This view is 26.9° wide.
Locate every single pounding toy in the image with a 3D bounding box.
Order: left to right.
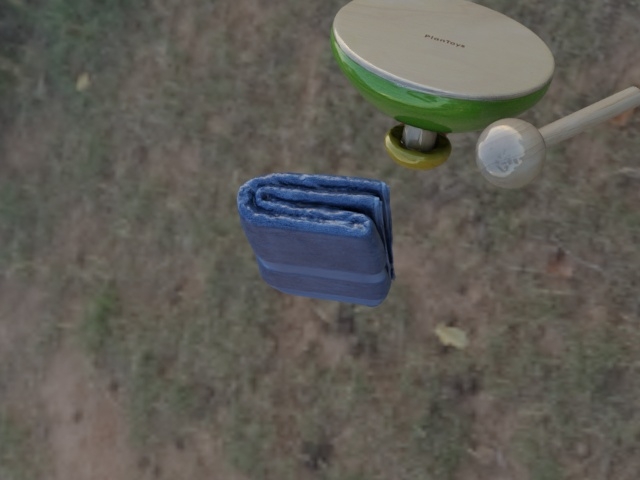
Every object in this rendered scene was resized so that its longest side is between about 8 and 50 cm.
[{"bbox_3d":[0.110,-0.104,1.089,0.237,0.183,0.110,35,131,31],"label":"pounding toy"}]

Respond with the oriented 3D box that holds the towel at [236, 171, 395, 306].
[{"bbox_3d":[0.000,0.000,0.613,0.119,0.067,0.029,75,-157,-72],"label":"towel"}]
